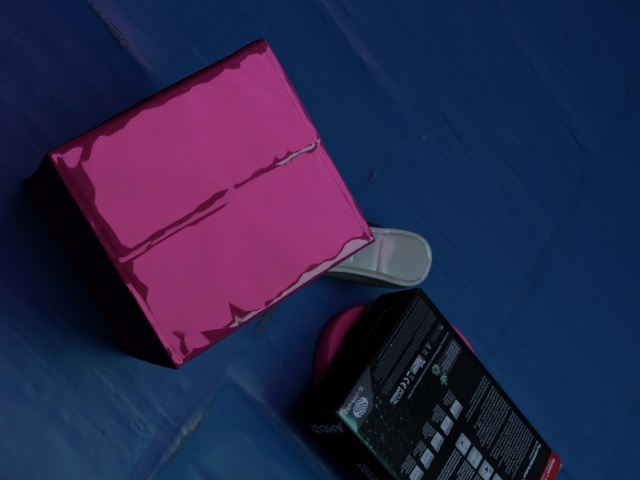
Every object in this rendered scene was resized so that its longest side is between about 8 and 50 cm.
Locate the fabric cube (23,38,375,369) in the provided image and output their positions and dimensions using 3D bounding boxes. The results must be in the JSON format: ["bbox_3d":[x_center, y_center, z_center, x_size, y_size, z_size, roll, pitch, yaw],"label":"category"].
[{"bbox_3d":[-0.145,-0.037,1.094,0.258,0.254,0.259,-32,100,-20],"label":"fabric cube"}]

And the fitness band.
[{"bbox_3d":[0.118,0.201,1.406,0.291,0.054,0.209,18,67,-33],"label":"fitness band"}]

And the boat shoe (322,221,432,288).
[{"bbox_3d":[0.000,0.000,1.358,0.335,0.095,0.112,18,79,-29],"label":"boat shoe"}]

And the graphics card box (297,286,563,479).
[{"bbox_3d":[0.161,0.274,1.335,0.371,0.094,0.233,50,56,-20],"label":"graphics card box"}]
